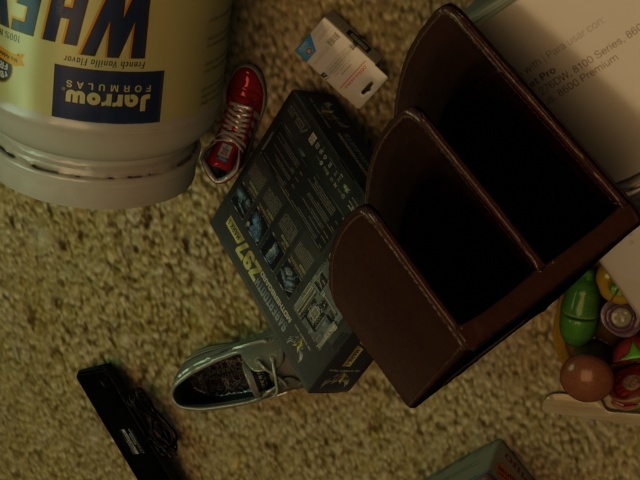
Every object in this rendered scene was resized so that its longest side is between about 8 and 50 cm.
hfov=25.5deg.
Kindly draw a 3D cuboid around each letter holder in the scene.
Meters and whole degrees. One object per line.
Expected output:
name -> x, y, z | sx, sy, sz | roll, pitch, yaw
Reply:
letter holder -> 0.081, -0.018, 1.067 | 0.152, 0.302, 0.214 | -36, 81, -11

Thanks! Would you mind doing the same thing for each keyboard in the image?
keyboard -> -0.198, 0.218, 1.603 | 0.100, 0.038, 0.192 | -13, 111, 49

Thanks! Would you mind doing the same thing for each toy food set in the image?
toy food set -> 0.282, 0.101, 1.348 | 0.128, 0.071, 0.217 | 14, 117, 14

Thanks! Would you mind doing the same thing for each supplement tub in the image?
supplement tub -> -0.197, -0.215, 1.286 | 0.235, 0.235, 0.324 | 15, 117, 13

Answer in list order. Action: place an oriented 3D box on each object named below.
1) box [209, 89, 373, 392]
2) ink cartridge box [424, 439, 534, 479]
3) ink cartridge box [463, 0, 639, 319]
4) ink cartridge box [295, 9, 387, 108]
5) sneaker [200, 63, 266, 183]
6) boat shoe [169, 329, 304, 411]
box -> 0.000, 0.000, 1.340 | 0.183, 0.059, 0.232 | -56, 49, 30
ink cartridge box -> 0.156, 0.314, 1.429 | 0.127, 0.176, 0.128 | -35, 99, 26
ink cartridge box -> 0.299, -0.077, 1.139 | 0.166, 0.285, 0.395 | -33, 99, 27
ink cartridge box -> 0.024, -0.172, 1.344 | 0.083, 0.028, 0.048 | 43, 120, -2
sneaker -> -0.086, -0.111, 1.387 | 0.042, 0.067, 0.118 | 16, 118, 8
boat shoe -> -0.057, 0.137, 1.480 | 0.228, 0.081, 0.079 | -17, 106, 26
